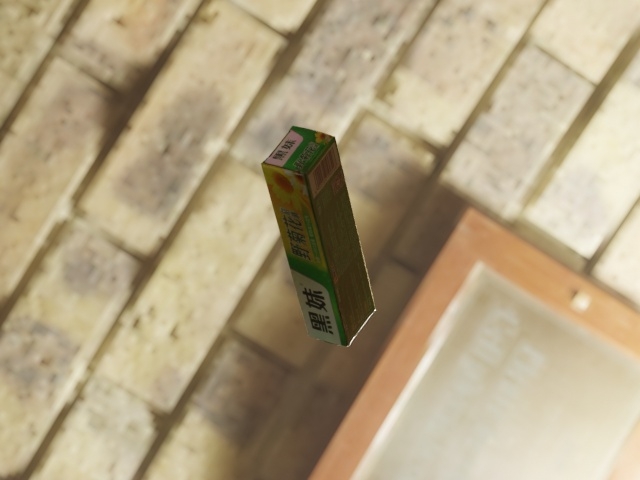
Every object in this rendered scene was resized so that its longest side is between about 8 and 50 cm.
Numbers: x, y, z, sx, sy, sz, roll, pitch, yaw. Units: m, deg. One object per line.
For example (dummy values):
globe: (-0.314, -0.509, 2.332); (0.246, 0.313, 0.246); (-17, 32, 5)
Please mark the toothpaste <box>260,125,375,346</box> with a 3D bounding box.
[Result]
toothpaste: (0.000, 0.000, 1.341); (0.043, 0.037, 0.178); (-56, 148, -34)
